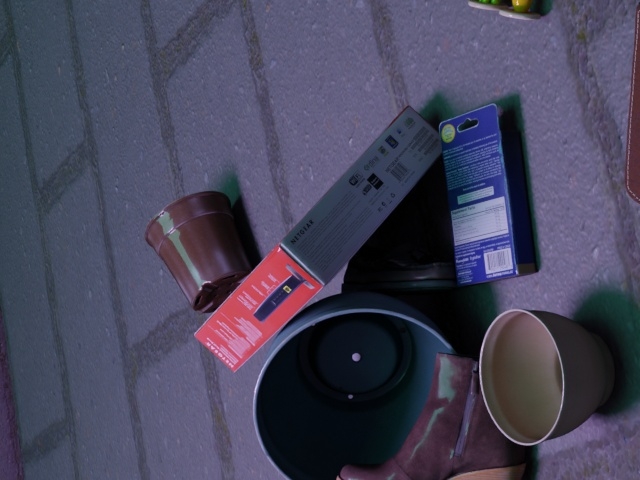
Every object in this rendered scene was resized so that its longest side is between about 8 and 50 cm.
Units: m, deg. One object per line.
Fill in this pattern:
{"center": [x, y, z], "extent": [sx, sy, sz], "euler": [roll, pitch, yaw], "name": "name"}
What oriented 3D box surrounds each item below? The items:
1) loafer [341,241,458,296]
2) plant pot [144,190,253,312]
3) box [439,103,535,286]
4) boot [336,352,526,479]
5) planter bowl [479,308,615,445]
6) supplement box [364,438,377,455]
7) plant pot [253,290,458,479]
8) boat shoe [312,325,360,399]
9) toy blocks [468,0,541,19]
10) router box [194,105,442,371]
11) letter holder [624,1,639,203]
{"center": [0.105, 0.037, 2.040], "extent": [0.267, 0.096, 0.084], "euler": [-10, 78, 62], "name": "loafer"}
{"center": [-0.202, 0.028, 2.518], "extent": [0.165, 0.167, 0.167], "euler": [62, 142, 25], "name": "plant pot"}
{"center": [0.217, -0.058, 1.885], "extent": [0.136, 0.037, 0.225], "euler": [-15, 80, 59], "name": "box"}
{"center": [0.148, 0.248, 1.881], "extent": [0.090, 0.249, 0.206], "euler": [-9, -78, -77], "name": "boot"}
{"center": [0.282, 0.160, 1.718], "extent": [0.162, 0.109, 0.162], "euler": [6, 97, 60], "name": "planter bowl"}
{"center": [0.121, 0.398, 2.052], "extent": [0.080, 0.078, 0.233], "euler": [-56, 45, 50], "name": "supplement box"}
{"center": [0.053, 0.192, 1.992], "extent": [0.196, 0.293, 0.293], "euler": [-97, 15, -70], "name": "plant pot"}
{"center": [-0.011, 0.274, 2.246], "extent": [0.108, 0.102, 0.301], "euler": [36, 122, 54], "name": "boat shoe"}
{"center": [0.241, -0.361, 1.802], "extent": [0.123, 0.054, 0.148], "euler": [32, 120, 55], "name": "toy blocks"}
{"center": [0.000, 0.000, 1.997], "extent": [0.082, 0.335, 0.301], "euler": [43, 142, -1], "name": "router box"}
{"center": [0.449, -0.108, 1.365], "extent": [0.302, 0.152, 0.214], "euler": [23, 114, 58], "name": "letter holder"}
